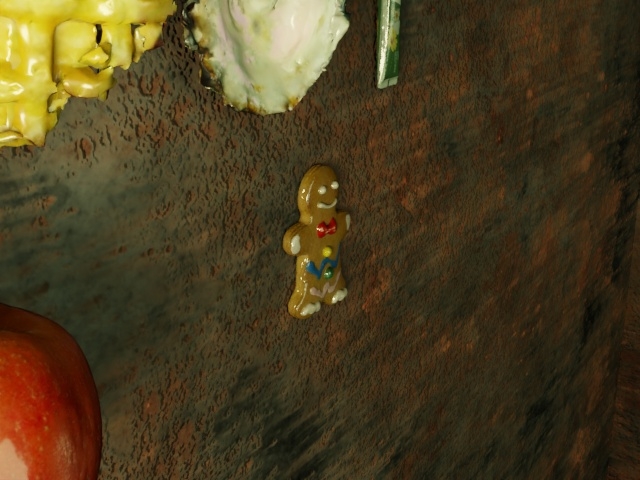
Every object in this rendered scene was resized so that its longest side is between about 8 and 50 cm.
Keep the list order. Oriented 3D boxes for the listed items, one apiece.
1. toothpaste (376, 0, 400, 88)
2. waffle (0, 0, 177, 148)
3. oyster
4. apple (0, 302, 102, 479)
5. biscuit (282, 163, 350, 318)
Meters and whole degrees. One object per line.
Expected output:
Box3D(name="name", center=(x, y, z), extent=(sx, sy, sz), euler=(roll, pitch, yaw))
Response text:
Box3D(name="toothpaste", center=(0.094, -0.313, 1.093), extent=(0.049, 0.031, 0.204), euler=(-27, 124, -47))
Box3D(name="waffle", center=(-0.264, -0.203, 0.470), extent=(0.382, 0.095, 0.380), euler=(-40, 134, -9))
Box3D(name="oyster", center=(-0.052, -0.256, 0.857), extent=(0.260, 0.092, 0.198), euler=(-56, 142, -13))
Box3D(name="apple", center=(-0.266, 0.145, 0.561), extent=(0.218, 0.218, 0.201), euler=(16, 90, -56))
Box3D(name="biscuit", center=(0.000, 0.000, 1.063), extent=(0.138, 0.031, 0.205), euler=(-19, 114, -51))
